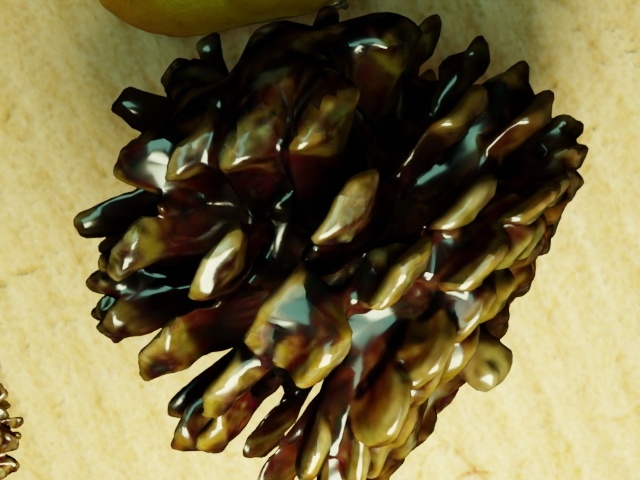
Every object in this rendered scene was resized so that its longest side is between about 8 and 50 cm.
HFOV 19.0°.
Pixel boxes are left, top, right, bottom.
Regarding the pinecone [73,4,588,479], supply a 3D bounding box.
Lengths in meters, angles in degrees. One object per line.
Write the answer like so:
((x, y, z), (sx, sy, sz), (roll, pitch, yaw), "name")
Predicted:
((0.000, 0.000, 1.433), (0.397, 0.398, 0.398), (0, 103, 2), "pinecone")

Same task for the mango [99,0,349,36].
((-0.065, -0.258, 1.490), (0.257, 0.138, 0.187), (-17, 120, 9), "mango")

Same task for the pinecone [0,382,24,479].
((-0.324, 0.185, 1.594), (0.173, 0.173, 0.174), (0, 103, 2), "pinecone")
